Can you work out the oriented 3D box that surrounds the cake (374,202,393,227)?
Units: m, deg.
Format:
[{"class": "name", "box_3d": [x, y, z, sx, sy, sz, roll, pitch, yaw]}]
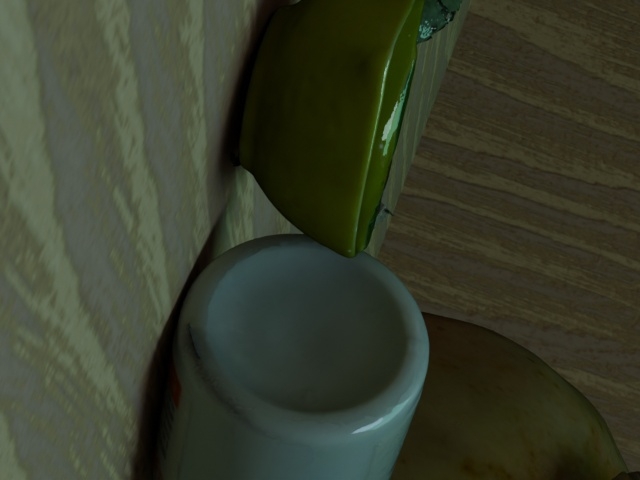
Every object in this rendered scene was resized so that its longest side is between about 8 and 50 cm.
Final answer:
[{"class": "cake", "box_3d": [0.000, 0.000, 1.632, 0.121, 0.065, 0.052, -47, 175, -1]}]

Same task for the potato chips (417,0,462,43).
[{"class": "potato chips", "box_3d": [0.079, -0.228, 1.422, 0.228, 0.059, 0.167, 33, 71, -81]}]

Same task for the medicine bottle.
[{"class": "medicine bottle", "box_3d": [-0.026, 0.121, 1.087, 0.252, 0.144, 0.144, 103, 8, -49]}]

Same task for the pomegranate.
[{"class": "pomegranate", "box_3d": [0.079, 0.246, 1.389, 0.411, 0.411, 0.411, 20, 90, -86]}]

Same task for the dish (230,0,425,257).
[{"class": "dish", "box_3d": [0.002, -0.070, 0.984, 0.208, 0.080, 0.149, 91, 15, -73]}]
